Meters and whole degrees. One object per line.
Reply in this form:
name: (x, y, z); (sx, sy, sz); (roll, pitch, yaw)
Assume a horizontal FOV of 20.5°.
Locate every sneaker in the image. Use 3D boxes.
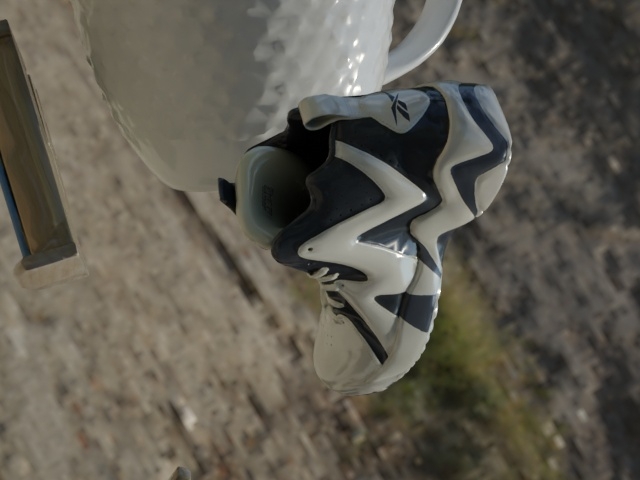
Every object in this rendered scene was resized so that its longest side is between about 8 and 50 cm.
sneaker: (0.000, 0.000, 1.045); (0.153, 0.235, 0.094); (5, 49, -23)

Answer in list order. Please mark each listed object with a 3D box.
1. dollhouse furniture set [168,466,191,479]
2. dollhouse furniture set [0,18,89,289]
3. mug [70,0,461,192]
dollhouse furniture set: (-0.109, 0.296, 1.262); (0.303, 0.174, 0.355); (27, 26, -14)
dollhouse furniture set: (-0.367, -0.024, 1.478); (0.286, 0.303, 0.198); (114, -41, -81)
mug: (-0.032, -0.227, 1.493); (0.276, 0.374, 0.328); (13, -67, 56)
